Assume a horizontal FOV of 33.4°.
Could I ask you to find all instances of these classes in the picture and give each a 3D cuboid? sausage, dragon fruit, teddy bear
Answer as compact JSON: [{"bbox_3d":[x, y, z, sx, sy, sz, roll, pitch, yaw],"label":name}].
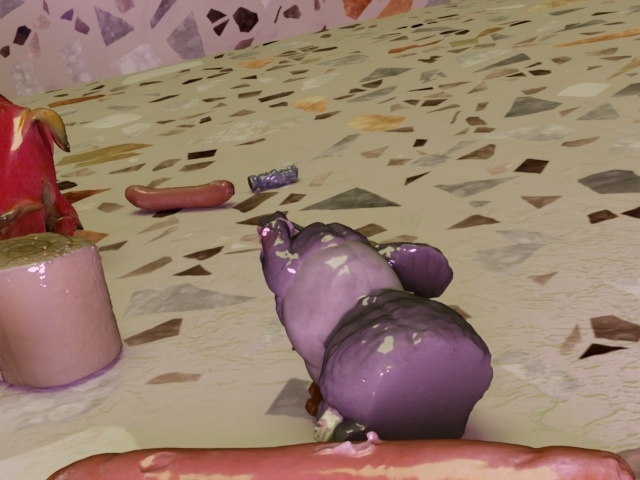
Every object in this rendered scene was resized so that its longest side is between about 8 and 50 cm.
[{"bbox_3d":[-0.219,-0.069,1.644,0.186,0.043,0.043,-2,21,23],"label":"sausage"},{"bbox_3d":[-0.453,-0.066,1.420,0.226,0.305,0.305,20,29,17],"label":"dragon fruit"},{"bbox_3d":[-0.002,0.181,0.716,0.419,0.094,0.094,-4,42,18],"label":"sausage"},{"bbox_3d":[0.048,0.077,0.888,0.171,0.144,0.251,-6,34,-18],"label":"teddy bear"}]

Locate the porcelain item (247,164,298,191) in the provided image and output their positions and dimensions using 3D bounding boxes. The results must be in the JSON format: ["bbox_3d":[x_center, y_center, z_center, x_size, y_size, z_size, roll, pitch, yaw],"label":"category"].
[{"bbox_3d":[-0.072,-0.099,1.670,0.083,0.028,0.036,-17,17,-19],"label":"porcelain item"}]

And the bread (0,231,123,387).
[{"bbox_3d":[-0.295,0.069,1.135,0.148,0.141,0.134,-1,23,27],"label":"bread"}]

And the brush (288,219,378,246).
[{"bbox_3d":[0.000,0.000,1.343,0.062,0.027,0.266,-19,20,-23],"label":"brush"}]

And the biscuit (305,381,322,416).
[{"bbox_3d":[0.031,0.138,0.939,0.092,0.016,0.082,-12,21,-20],"label":"biscuit"}]
